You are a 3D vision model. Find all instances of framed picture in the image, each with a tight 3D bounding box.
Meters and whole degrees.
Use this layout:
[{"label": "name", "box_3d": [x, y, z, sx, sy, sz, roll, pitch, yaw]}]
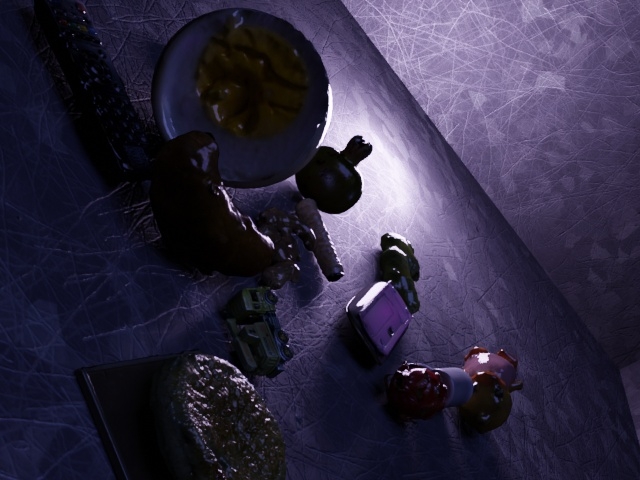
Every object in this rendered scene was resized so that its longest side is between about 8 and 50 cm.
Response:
[{"label": "framed picture", "box_3d": [-0.225, 0.271, 1.264, 0.289, 0.016, 0.213, 2, 58, -62]}]

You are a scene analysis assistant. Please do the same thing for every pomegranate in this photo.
[{"label": "pomegranate", "box_3d": [0.045, -0.159, 2.108, 0.179, 0.211, 0.179, -18, 90, -87]}]

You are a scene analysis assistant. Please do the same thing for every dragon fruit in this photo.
[{"label": "dragon fruit", "box_3d": [0.211, 0.345, 1.897, 0.136, 0.133, 0.166, 20, -9, 44]}]

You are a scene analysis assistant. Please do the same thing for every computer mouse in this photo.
[{"label": "computer mouse", "box_3d": [0.137, 0.192, 2.002, 0.158, 0.072, 0.310, 58, 23, -2]}]

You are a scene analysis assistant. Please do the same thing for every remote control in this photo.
[{"label": "remote control", "box_3d": [-0.412, -0.278, 1.538, 0.145, 0.062, 0.398, 1, 60, -64]}]

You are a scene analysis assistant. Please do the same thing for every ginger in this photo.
[{"label": "ginger", "box_3d": [0.222, 0.086, 2.291, 0.137, 0.089, 0.290, 55, 20, -25]}, {"label": "ginger", "box_3d": [-0.211, -0.046, 1.523, 0.165, 0.172, 0.321, 54, -8, 53]}, {"label": "ginger", "box_3d": [-0.093, 0.016, 1.801, 0.149, 0.065, 0.258, 40, 32, -7]}]

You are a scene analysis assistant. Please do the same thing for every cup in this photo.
[{"label": "cup", "box_3d": [0.295, 0.364, 2.093, 0.133, 0.136, 0.099, 10, 85, -59]}]

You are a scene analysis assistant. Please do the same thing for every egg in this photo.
[{"label": "egg", "box_3d": [-0.149, -0.282, 1.740, 0.354, 0.355, 0.340, 56, 3, -2]}]

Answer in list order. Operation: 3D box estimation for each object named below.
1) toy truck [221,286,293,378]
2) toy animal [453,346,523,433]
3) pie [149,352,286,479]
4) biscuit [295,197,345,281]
[{"label": "toy truck", "box_3d": [-0.120, 0.167, 1.532, 0.100, 0.077, 0.168, 8, 55, -44]}, {"label": "toy animal", "box_3d": [0.435, 0.401, 2.228, 0.281, 0.196, 0.169, -46, 141, -70]}, {"label": "pie", "box_3d": [-0.154, 0.293, 1.271, 0.277, 0.079, 0.277, 50, 22, -28]}, {"label": "biscuit", "box_3d": [0.000, 0.000, 1.999, 0.061, 0.055, 0.219, -1, 60, -45]}]
